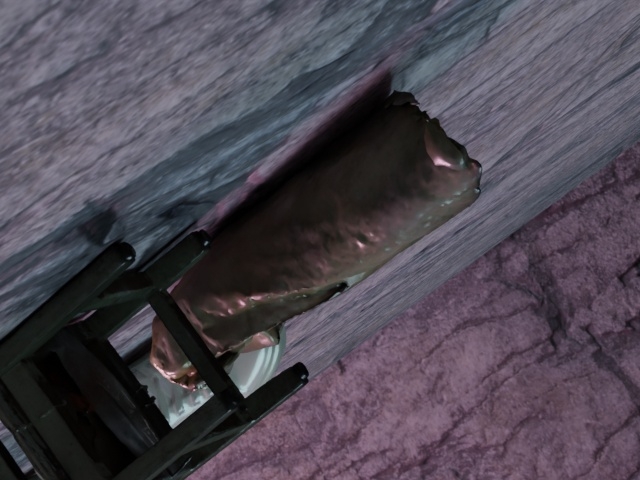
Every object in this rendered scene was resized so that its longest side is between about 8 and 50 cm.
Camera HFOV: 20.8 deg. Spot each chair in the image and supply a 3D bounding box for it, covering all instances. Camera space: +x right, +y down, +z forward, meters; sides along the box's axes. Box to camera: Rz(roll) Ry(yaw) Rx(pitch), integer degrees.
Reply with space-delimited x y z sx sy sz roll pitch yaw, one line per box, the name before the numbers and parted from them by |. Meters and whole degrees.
chair | -0.162 0.127 1.174 0.270 0.136 0.147 -41 171 18

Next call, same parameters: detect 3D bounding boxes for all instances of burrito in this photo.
burrito | 0.005 -0.006 1.283 0.347 0.107 0.175 -39 -172 34

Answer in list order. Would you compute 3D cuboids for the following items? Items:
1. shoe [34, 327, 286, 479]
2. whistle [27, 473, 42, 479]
shoe | -0.148 0.145 1.550 0.265 0.095 0.110 -38 173 27
whistle | -0.241 0.244 1.823 0.235 0.077 0.114 -38 -167 -18
